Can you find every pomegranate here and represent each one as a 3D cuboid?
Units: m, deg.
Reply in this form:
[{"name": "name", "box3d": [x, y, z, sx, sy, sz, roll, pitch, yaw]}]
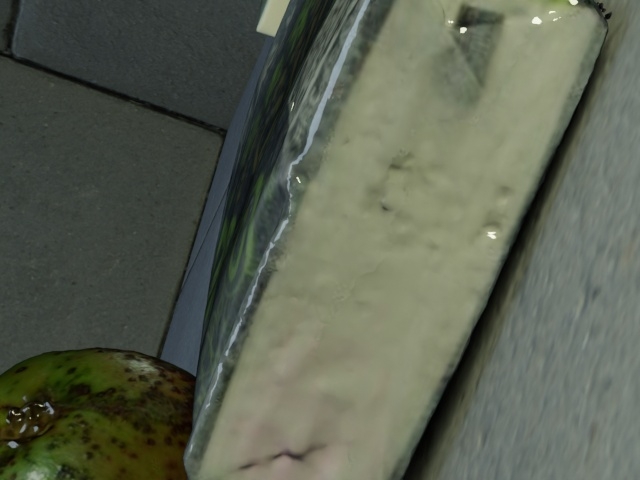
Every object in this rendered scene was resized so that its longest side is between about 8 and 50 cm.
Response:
[{"name": "pomegranate", "box3d": [-0.158, 0.253, 1.107, 0.285, 0.284, 0.341, -84, -16, -58]}]

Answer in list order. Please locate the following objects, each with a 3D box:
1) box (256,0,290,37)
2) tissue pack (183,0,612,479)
[{"name": "box", "box3d": [0.058, -0.252, 1.081, 0.079, 0.135, 0.269, -87, 16, -52]}, {"name": "tissue pack", "box3d": [0.024, -0.049, 0.869, 0.394, 0.124, 0.288, -98, 29, -74]}]
